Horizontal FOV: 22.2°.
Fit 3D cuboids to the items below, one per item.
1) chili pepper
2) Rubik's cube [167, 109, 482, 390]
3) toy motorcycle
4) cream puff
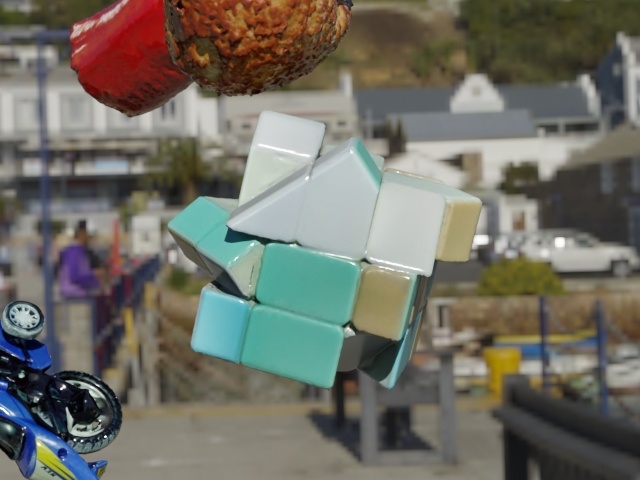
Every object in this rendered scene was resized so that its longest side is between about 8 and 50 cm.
[{"bbox_3d":[-0.112,-0.258,1.706,0.338,0.134,0.131,-34,23,27],"label":"chili pepper"},{"bbox_3d":[0.000,0.000,1.457,0.265,0.213,0.224,14,14,8],"label":"Rubik's cube"},{"bbox_3d":[-0.336,0.138,1.554,0.315,0.113,0.169,29,41,-1],"label":"toy motorcycle"},{"bbox_3d":[-0.047,-0.244,1.449,0.164,0.240,0.240,-2,0,17],"label":"cream puff"}]
